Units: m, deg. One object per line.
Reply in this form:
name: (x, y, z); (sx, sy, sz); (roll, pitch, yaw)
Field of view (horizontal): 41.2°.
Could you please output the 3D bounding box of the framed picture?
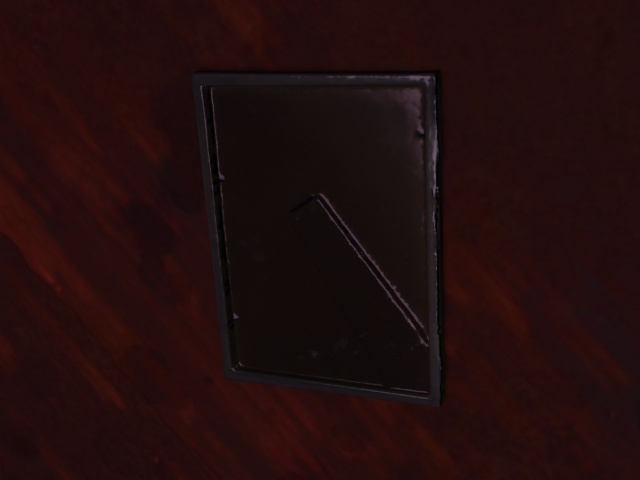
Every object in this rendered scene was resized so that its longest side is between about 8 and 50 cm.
framed picture: (0.000, 0.000, 0.623); (0.184, 0.016, 0.249); (3, 111, 21)
